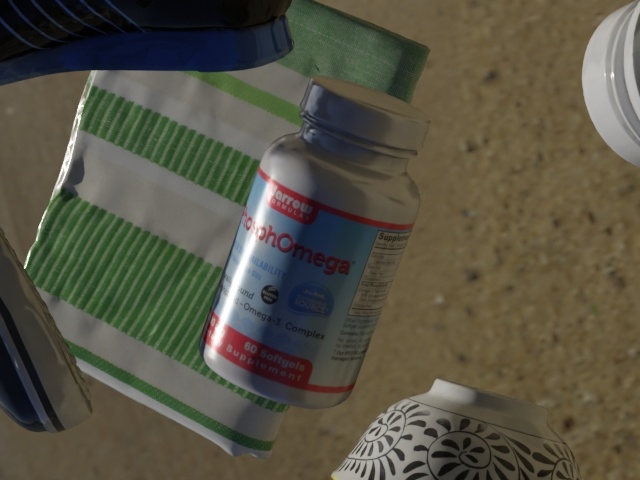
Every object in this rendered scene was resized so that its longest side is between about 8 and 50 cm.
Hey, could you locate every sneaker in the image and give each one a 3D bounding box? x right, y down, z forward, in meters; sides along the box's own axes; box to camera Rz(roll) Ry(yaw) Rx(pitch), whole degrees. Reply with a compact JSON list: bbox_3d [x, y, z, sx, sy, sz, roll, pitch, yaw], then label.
[{"bbox_3d":[-0.128,-0.128,0.919,0.081,0.232,0.090,-94,0,-68],"label":"sneaker"},{"bbox_3d":[-0.251,-0.003,1.106,0.321,0.127,0.126,56,171,22],"label":"sneaker"}]

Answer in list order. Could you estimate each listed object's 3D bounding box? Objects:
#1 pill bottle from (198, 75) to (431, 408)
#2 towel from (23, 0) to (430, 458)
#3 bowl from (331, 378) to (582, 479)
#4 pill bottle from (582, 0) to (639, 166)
[{"bbox_3d":[0.000,0.000,0.989,0.087,0.087,0.160,31,107,41],"label":"pill bottle"},{"bbox_3d":[-0.082,-0.032,1.362,0.248,0.038,0.325,26,104,22],"label":"towel"},{"bbox_3d":[0.098,0.134,1.195,0.170,0.170,0.080,12,87,49],"label":"bowl"},{"bbox_3d":[0.319,-0.135,1.354,0.283,0.161,0.161,-17,91,64],"label":"pill bottle"}]
